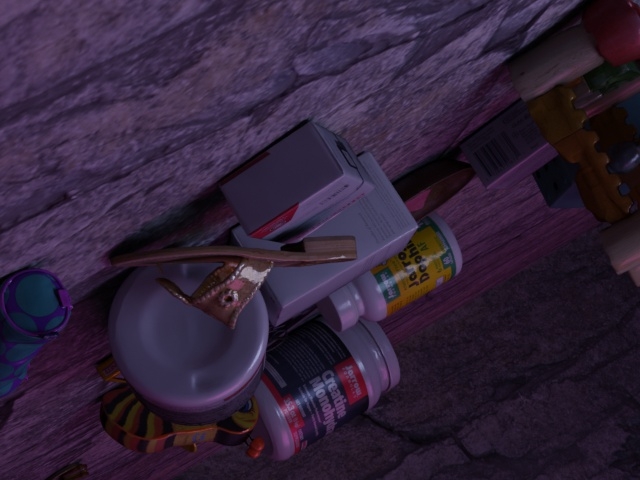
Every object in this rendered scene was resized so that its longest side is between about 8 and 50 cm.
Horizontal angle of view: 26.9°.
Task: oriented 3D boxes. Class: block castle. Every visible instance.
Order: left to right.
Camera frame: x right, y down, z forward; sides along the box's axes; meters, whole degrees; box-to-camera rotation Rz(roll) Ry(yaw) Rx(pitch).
[{"bbox_3d":[0.418,-0.129,1.600,0.212,0.303,0.453,-29,171,19],"label":"block castle"}]

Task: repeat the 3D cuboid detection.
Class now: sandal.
[{"bbox_3d":[-0.075,0.044,1.274,0.240,0.079,0.088,-5,175,-19],"label":"sandal"}]

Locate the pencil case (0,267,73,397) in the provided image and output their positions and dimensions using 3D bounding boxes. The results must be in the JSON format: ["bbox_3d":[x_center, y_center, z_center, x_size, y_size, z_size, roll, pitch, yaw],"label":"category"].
[{"bbox_3d":[-0.269,0.085,1.173,0.070,0.065,0.151,4,151,-30],"label":"pencil case"}]

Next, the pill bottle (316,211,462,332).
[{"bbox_3d":[0.093,0.046,1.958,0.208,0.118,0.117,-29,169,-17],"label":"pill bottle"}]

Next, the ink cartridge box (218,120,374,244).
[{"bbox_3d":[-0.019,-0.052,1.290,0.109,0.063,0.150,-34,171,9],"label":"ink cartridge box"}]

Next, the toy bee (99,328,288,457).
[{"bbox_3d":[-0.155,0.244,1.919,0.298,0.162,0.195,-27,157,-4],"label":"toy bee"}]

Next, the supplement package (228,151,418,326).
[{"bbox_3d":[0.000,0.000,1.480,0.179,0.105,0.105,-31,171,-14],"label":"supplement package"}]

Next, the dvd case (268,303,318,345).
[{"bbox_3d":[-0.079,0.126,2.067,0.179,0.030,0.238,-37,170,20],"label":"dvd case"}]

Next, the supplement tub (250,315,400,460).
[{"bbox_3d":[-0.013,0.253,2.406,0.272,0.191,0.191,-29,169,-20],"label":"supplement tub"}]

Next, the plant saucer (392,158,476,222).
[{"bbox_3d":[0.119,-0.054,1.787,0.198,0.036,0.198,-31,170,-6],"label":"plant saucer"}]

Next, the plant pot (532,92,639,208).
[{"bbox_3d":[0.427,-0.146,1.958,0.234,0.165,0.166,-21,167,-17],"label":"plant pot"}]

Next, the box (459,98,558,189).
[{"bbox_3d":[0.266,-0.131,1.765,0.126,0.072,0.137,-36,169,19],"label":"box"}]

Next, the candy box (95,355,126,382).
[{"bbox_3d":[-0.218,0.150,1.755,0.105,0.027,0.206,-36,170,2],"label":"candy box"}]

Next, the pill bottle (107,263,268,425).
[{"bbox_3d":[-0.139,0.116,1.452,0.161,0.161,0.283,-31,170,-10],"label":"pill bottle"}]

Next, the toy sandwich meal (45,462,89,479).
[{"bbox_3d":[-0.442,0.415,2.330,0.085,0.029,0.085,-32,170,-6],"label":"toy sandwich meal"}]
